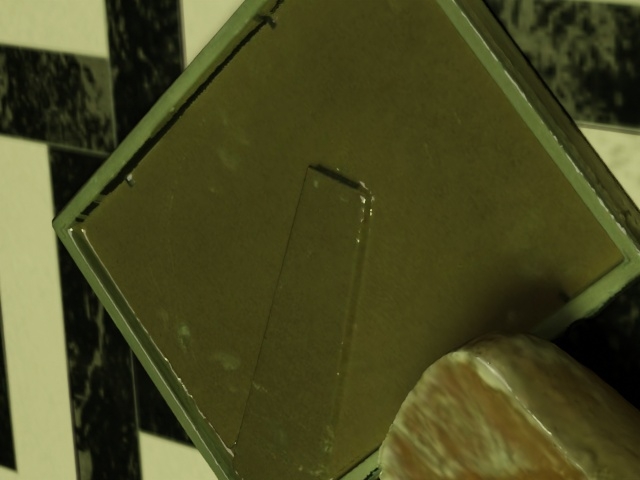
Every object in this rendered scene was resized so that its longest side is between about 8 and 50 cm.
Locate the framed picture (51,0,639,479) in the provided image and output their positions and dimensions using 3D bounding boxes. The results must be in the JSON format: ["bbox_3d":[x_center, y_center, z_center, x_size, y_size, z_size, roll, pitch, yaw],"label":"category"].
[{"bbox_3d":[0.000,0.000,0.887,0.315,0.024,0.232,-42,78,40],"label":"framed picture"}]

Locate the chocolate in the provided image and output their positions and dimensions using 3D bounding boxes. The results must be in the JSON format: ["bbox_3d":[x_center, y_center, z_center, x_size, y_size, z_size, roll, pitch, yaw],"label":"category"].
[{"bbox_3d":[0.144,0.150,0.783,0.254,0.080,0.157,47,144,16],"label":"chocolate"}]
